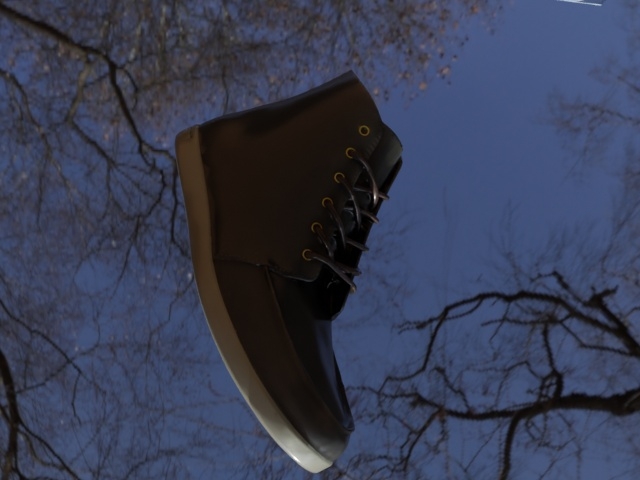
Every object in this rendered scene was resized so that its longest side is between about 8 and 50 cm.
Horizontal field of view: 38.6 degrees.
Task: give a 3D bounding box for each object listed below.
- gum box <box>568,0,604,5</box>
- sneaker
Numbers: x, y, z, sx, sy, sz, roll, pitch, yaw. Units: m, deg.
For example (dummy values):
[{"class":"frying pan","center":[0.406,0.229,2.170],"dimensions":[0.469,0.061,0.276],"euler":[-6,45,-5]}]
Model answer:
[{"class":"gum box","center":[0.167,-0.211,0.517],"dimensions":[0.156,0.184,0.041],"euler":[-5,-113,-35]},{"class":"sneaker","center":[0.000,0.000,0.475],"dimensions":[0.118,0.083,0.222],"euler":[-25,-124,8]}]
